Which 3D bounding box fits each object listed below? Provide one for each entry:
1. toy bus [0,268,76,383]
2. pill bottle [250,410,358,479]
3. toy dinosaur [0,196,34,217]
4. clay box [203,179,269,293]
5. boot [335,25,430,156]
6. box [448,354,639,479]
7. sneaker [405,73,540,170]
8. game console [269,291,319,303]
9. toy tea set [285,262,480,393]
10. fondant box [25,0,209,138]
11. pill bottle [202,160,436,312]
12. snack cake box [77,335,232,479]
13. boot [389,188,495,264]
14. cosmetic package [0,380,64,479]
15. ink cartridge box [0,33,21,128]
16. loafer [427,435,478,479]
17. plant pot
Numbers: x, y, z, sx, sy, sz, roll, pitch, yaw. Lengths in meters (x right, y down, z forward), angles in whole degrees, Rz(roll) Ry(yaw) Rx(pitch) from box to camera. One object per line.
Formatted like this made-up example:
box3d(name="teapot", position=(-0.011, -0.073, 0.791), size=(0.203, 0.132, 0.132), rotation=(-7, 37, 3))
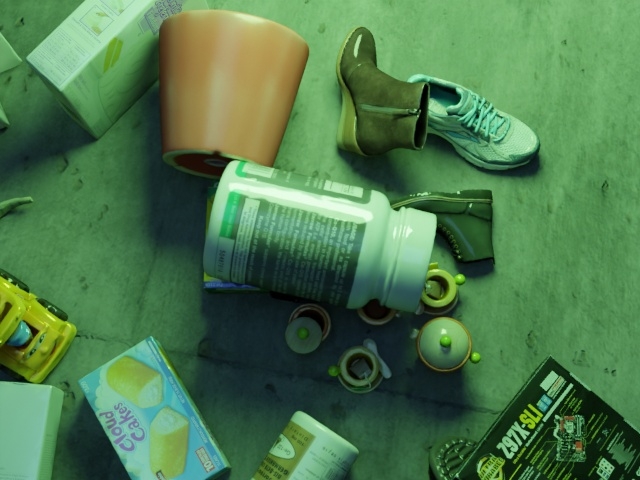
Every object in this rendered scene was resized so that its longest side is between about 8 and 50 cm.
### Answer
box3d(name="toy bus", position=(-0.559, 0.133, 1.660), size=(0.220, 0.211, 0.149), rotation=(33, 78, 8))
box3d(name="pill bottle", position=(-0.048, 0.414, 1.609), size=(0.131, 0.131, 0.229), rotation=(32, 79, 9))
box3d(name="toy dinosaur", position=(-0.675, -0.033, 1.784), size=(0.268, 0.064, 0.118), rotation=(-40, 92, -8))
box3d(name="clay box", position=(-0.146, -0.016, 1.761), size=(0.127, 0.053, 0.222), rotation=(-1, 76, 2))
box3d(name="boot", position=(0.122, -0.277, 1.747), size=(0.206, 0.090, 0.249), rotation=(2, 86, 47))
box3d(name="box", position=(0.383, 0.377, 1.559), size=(0.257, 0.079, 0.322), rotation=(39, 52, 12))
box3d(name="sneaker", position=(0.270, -0.219, 1.761), size=(0.283, 0.122, 0.110), rotation=(23, 78, 7))
box3d(name="game console", position=(-0.033, 0.048, 1.730), size=(0.107, 0.071, 0.122), rotation=(-2, 76, 9))
box3d(name="toy tea set", position=(0.109, 0.158, 1.671), size=(0.336, 0.124, 0.200), rotation=(-15, 76, -2))
box3d(name="fondant box", position=(-0.357, -0.368, 1.763), size=(0.096, 0.238, 0.330), rotation=(40, 81, 12))
box3d(name="pill bottle", position=(0.000, 0.000, 1.612), size=(0.361, 0.204, 0.204), rotation=(13, 77, 1))
box3d(name="snack cake box", position=(-0.286, 0.320, 1.664), size=(0.152, 0.089, 0.264), rotation=(-32, 77, -6))
box3d(name="boot", position=(0.221, -0.017, 1.741), size=(0.197, 0.077, 0.137), rotation=(-6, 81, 2))
box3d(name="cosmetic package", position=(-0.526, 0.366, 1.666), size=(0.117, 0.085, 0.231), rotation=(5, 74, 3))
box3d(name="ink cartridge box", position=(-0.718, -0.250, 1.763), size=(0.353, 0.207, 0.119), rotation=(-27, 75, -4))
box3d(name="loafer", position=(0.287, 0.493, 1.572), size=(0.133, 0.130, 0.366), rotation=(-20, 64, -33))
box3d(name="plant pot", position=(-0.169, -0.246, 1.716), size=(0.274, 0.275, 0.243), rotation=(7, 79, 4))
